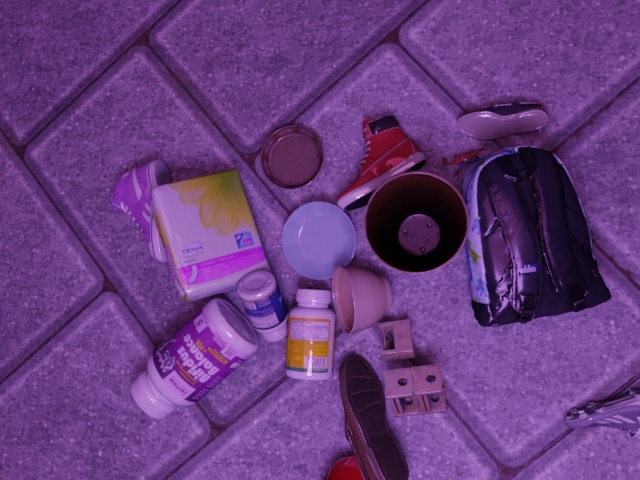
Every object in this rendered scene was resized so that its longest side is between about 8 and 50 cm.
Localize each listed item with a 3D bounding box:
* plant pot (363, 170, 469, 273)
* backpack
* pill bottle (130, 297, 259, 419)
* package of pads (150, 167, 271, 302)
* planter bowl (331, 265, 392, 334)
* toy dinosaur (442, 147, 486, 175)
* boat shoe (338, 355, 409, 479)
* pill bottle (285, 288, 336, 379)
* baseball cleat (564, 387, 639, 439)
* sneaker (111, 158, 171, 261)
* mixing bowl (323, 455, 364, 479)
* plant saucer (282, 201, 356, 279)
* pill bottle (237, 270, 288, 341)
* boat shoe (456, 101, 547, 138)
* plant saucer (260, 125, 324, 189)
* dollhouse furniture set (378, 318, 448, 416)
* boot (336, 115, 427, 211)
[{"bbox_3d":[0.221,-0.026,1.280,0.216,0.230,0.215,-1,84,12],"label":"plant pot"},{"bbox_3d":[0.433,-0.028,1.238,0.290,0.273,0.355,-15,101,2],"label":"backpack"},{"bbox_3d":[-0.312,0.295,1.388,0.301,0.169,0.169,-42,77,5],"label":"pill bottle"},{"bbox_3d":[-0.279,-0.013,1.406,0.229,0.101,0.296,-15,78,-21],"label":"package of pads"},{"bbox_3d":[0.103,0.133,1.337,0.109,0.162,0.161,-6,82,-15],"label":"planter bowl"},{"bbox_3d":[0.337,-0.201,1.362,0.082,0.090,0.047,-11,63,-21],"label":"toy dinosaur"},{"bbox_3d":[0.096,0.428,1.313,0.104,0.111,0.307,-49,49,45],"label":"boat shoe"},{"bbox_3d":[-0.022,0.222,1.361,0.118,0.117,0.208,2,84,12],"label":"pill bottle"},{"bbox_3d":[0.644,0.393,1.227,0.206,0.072,0.109,-23,86,12],"label":"baseball cleat"},{"bbox_3d":[-0.471,-0.063,1.504,0.161,0.102,0.281,-15,70,13],"label":"sneaker"},{"bbox_3d":[0.063,0.600,1.291,0.181,0.181,0.098,52,131,12],"label":"mixing bowl"},{"bbox_3d":[0.000,0.000,1.412,0.195,0.037,0.194,1,92,20],"label":"plant saucer"},{"bbox_3d":[-0.131,0.163,1.365,0.094,0.094,0.169,-11,127,8],"label":"pill bottle"},{"bbox_3d":[0.435,-0.295,1.365,0.206,0.075,0.065,-2,40,17],"label":"boat shoe"},{"bbox_3d":[-0.071,-0.212,1.466,0.169,0.029,0.168,-1,83,13],"label":"plant saucer"},{"bbox_3d":[0.216,0.294,1.320,0.129,0.129,0.183,-9,52,10],"label":"dollhouse furniture set"},{"bbox_3d":[0.113,-0.196,1.400,0.244,0.088,0.176,-35,76,0],"label":"boot"}]
